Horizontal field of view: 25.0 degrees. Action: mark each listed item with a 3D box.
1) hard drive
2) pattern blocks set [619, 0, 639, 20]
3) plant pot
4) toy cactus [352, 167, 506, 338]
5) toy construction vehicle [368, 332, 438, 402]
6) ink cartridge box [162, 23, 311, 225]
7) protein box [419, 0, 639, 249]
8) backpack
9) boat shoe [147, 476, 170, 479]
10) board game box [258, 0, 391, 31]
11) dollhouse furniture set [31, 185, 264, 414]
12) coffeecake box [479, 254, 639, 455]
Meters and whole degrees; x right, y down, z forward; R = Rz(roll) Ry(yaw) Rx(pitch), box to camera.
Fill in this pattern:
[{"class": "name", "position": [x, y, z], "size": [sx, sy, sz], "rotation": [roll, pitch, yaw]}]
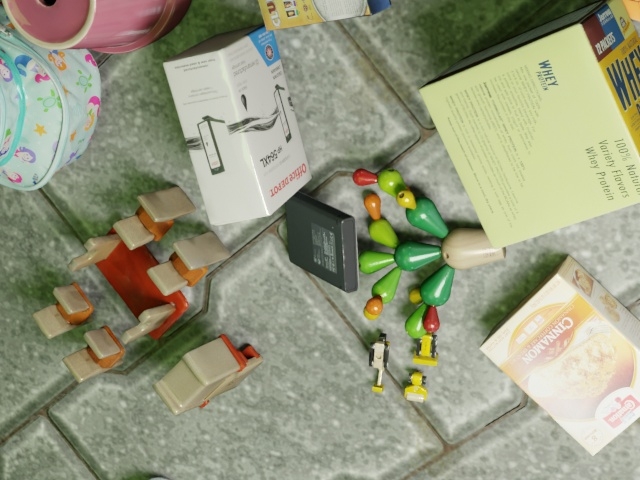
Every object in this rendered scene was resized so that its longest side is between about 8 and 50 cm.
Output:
[{"class": "hard drive", "position": [0.000, 0.000, 1.756], "size": [0.135, 0.022, 0.094], "rotation": [27, 126, 54]}, {"class": "pattern blocks set", "position": [0.419, -0.326, 1.480], "size": [0.325, 0.026, 0.285], "rotation": [38, 120, 7]}, {"class": "plant pot", "position": [-0.275, -0.307, 1.707], "size": [0.201, 0.180, 0.201], "rotation": [8, 114, 20]}, {"class": "toy cactus", "position": [0.126, 0.013, 1.712], "size": [0.180, 0.112, 0.219], "rotation": [-7, 99, 16]}, {"class": "toy construction vehicle", "position": [0.105, 0.151, 1.809], "size": [0.085, 0.035, 0.098], "rotation": [5, 115, 10]}, {"class": "ink cartridge box", "position": [-0.094, -0.139, 1.712], "size": [0.085, 0.148, 0.203], "rotation": [-9, 107, 25]}, {"class": "protein box", "position": [0.254, -0.127, 1.559], "size": [0.201, 0.136, 0.200], "rotation": [-20, 101, 35]}, {"class": "backpack", "position": [-0.413, -0.185, 1.821], "size": [0.253, 0.191, 0.225], "rotation": [26, 122, 5]}, {"class": "boat shoe", "position": [-0.160, 0.462, 2.021], "size": [0.302, 0.109, 0.094], "rotation": [49, 137, 10]}, {"class": "board game box", "position": [-0.023, -0.366, 1.626], "size": [0.165, 0.042, 0.243], "rotation": [-1, 111, 42]}, {"class": "dollhouse furniture set", "position": [-0.207, 0.093, 1.890], "size": [0.262, 0.135, 0.259], "rotation": [-44, 77, 31]}, {"class": "coffeecake box", "position": [0.305, 0.135, 1.689], "size": [0.185, 0.068, 0.142], "rotation": [43, 120, 2]}]
